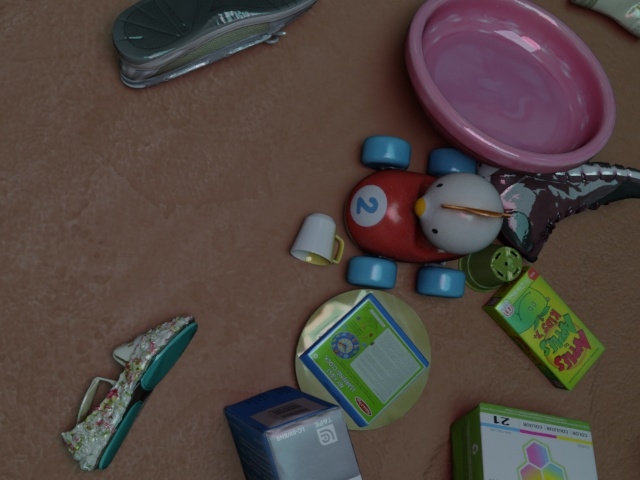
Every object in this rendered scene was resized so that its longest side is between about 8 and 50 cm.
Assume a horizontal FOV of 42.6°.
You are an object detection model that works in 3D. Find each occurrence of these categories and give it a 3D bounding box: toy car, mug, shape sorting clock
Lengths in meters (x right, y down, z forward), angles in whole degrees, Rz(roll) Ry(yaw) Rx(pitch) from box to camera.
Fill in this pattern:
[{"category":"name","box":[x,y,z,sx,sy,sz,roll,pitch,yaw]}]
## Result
[{"category":"toy car","box":[0.160,-0.038,1.132,0.211,0.238,0.219,9,84,-15]},{"category":"mug","box":[-0.004,-0.001,1.185,0.062,0.078,0.064,10,72,18]},{"category":"shape sorting clock","box":[0.063,0.173,1.193,0.206,0.040,0.206,0,89,-18]}]

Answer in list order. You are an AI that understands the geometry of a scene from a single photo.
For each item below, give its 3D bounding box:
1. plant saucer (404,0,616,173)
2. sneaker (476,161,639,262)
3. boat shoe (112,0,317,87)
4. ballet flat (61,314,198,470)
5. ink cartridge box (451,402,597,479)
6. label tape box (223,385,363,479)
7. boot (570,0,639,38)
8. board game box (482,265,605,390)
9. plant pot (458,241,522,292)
[{"category":"plant saucer","box":[0.269,-0.226,1.205,0.332,0.084,0.332,10,56,-16]},{"category":"sneaker","box":[0.370,-0.043,1.273,0.282,0.106,0.162,5,90,-5]},{"category":"boat shoe","box":[-0.139,-0.309,1.149,0.320,0.103,0.118,-32,76,-21]},{"category":"ballet flat","box":[-0.258,0.187,1.084,0.077,0.091,0.241,30,74,11]},{"category":"ink cartridge box","box":[0.295,0.379,1.162,0.189,0.097,0.255,12,55,-14]},{"category":"label tape box","box":[-0.010,0.371,1.057,0.106,0.241,0.333,-17,92,-18]},{"category":"boot","box":[0.507,-0.454,1.343,0.165,0.077,0.213,21,84,-12]},{"category":"board game box","box":[0.348,0.136,1.274,0.092,0.043,0.181,-45,98,-14]},{"category":"plant pot","box":[0.263,0.037,1.238,0.083,0.079,0.083,1,87,-15]}]
